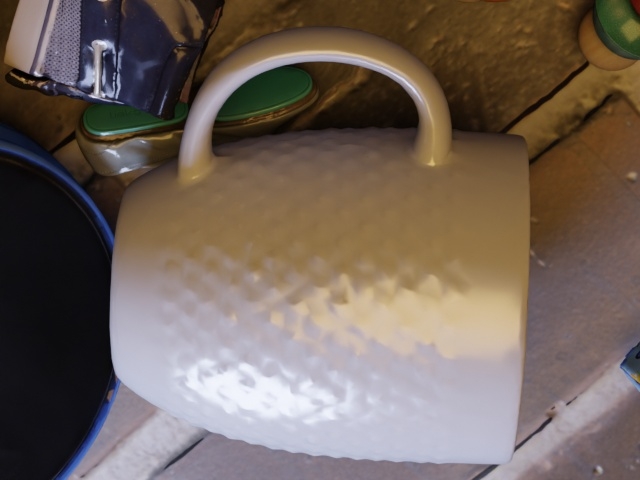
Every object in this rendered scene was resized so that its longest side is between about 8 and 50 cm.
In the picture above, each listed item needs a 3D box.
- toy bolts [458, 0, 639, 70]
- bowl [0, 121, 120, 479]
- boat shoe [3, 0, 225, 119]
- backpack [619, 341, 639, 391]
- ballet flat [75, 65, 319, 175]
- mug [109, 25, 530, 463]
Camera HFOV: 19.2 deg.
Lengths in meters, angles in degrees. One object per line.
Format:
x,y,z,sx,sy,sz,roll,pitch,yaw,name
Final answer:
0.224,-0.250,1.586,0.228,0.158,0.218,38,62,-5,toy bolts
-0.329,0.086,1.559,0.391,0.077,0.391,-13,112,-36,bowl
-0.138,-0.260,1.531,0.158,0.127,0.340,20,116,2,boat shoe
0.372,0.096,1.672,0.117,0.158,0.173,37,100,-21,backpack
-0.104,-0.101,1.634,0.213,0.072,0.068,-10,136,1,ballet flat
0.000,0.000,1.547,0.328,0.276,0.374,2,121,2,mug
